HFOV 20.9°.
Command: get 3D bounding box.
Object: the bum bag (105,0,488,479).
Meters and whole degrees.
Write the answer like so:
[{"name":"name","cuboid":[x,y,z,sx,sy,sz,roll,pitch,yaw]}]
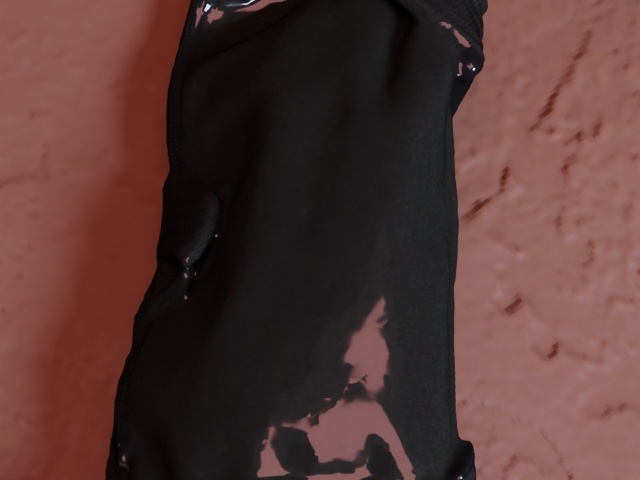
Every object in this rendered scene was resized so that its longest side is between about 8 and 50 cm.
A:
[{"name":"bum bag","cuboid":[0.000,0.000,0.666,0.142,0.079,0.326,3,66,13]}]
